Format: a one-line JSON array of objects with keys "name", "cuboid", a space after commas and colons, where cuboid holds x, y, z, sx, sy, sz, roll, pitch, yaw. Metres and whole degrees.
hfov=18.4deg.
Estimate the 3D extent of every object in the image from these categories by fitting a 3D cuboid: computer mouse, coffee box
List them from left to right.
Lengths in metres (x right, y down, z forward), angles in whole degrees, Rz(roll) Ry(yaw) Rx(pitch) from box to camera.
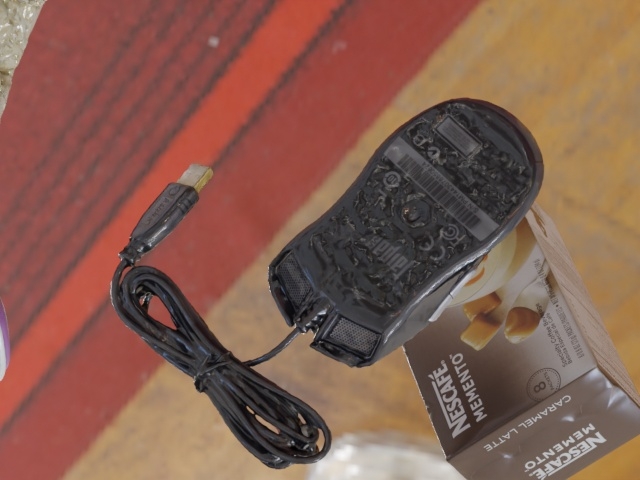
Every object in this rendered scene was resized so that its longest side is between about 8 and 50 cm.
[{"name": "computer mouse", "cuboid": [0.000, 0.000, 1.198, 0.184, 0.262, 0.060, 37, 166, 15]}, {"name": "coffee box", "cuboid": [0.146, 0.075, 1.574, 0.141, 0.246, 0.098, -34, 131, 14]}]

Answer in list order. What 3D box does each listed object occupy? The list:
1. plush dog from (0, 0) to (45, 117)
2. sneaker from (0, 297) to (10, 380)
[{"name": "plush dog", "cuboid": [-0.320, -0.193, 1.450, 0.225, 0.210, 0.262, 22, 104, -15]}, {"name": "sneaker", "cuboid": [-0.363, 0.026, 1.744, 0.152, 0.114, 0.305, -15, 129, -16]}]
